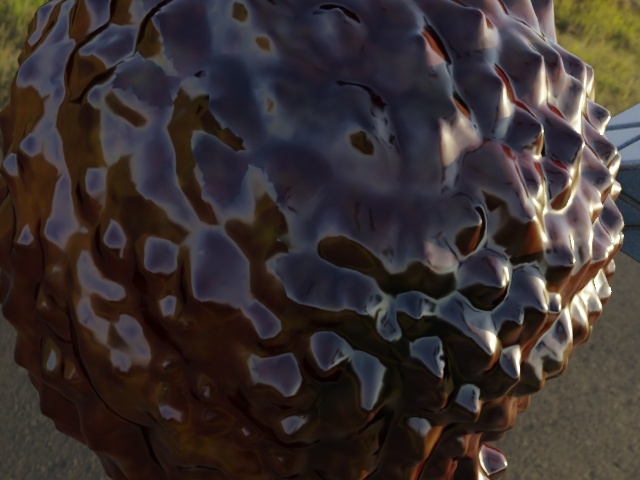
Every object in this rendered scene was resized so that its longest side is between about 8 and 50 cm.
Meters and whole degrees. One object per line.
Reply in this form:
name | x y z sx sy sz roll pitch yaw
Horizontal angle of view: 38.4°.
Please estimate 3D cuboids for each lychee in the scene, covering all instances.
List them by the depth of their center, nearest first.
lychee | 0.000 0.000 0.622 0.424 0.424 0.500 -17 81 -49

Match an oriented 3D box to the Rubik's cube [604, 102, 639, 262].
Rubik's cube | 0.403 -0.070 1.011 0.233 0.228 0.229 3 42 -40
